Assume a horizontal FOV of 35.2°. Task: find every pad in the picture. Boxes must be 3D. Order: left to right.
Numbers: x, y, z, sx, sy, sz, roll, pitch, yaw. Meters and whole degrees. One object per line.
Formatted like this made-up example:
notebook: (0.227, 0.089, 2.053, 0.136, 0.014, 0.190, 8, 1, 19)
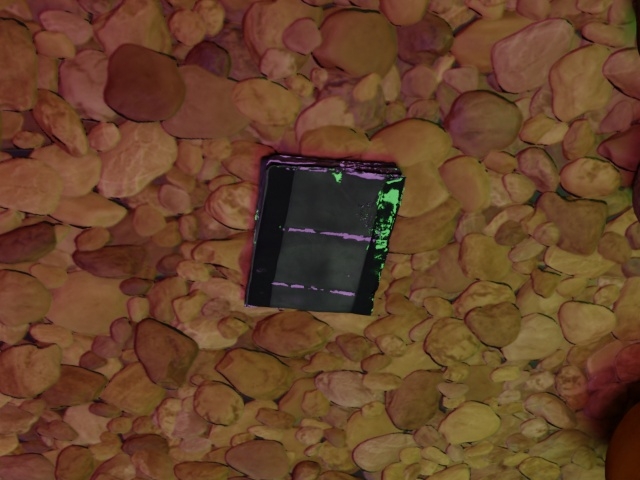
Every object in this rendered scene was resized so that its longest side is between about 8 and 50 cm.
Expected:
pad: (0.000, 0.000, 1.237, 0.174, 0.022, 0.233, 5, 127, -9)

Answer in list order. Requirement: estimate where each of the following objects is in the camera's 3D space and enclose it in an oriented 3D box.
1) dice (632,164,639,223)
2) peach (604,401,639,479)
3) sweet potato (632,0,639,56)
dice: (0.428, -0.055, 1.187, 0.093, 0.094, 0.091, 4, 125, -9)
peach: (0.532, 0.318, 1.390, 0.280, 0.238, 0.281, 0, 87, 7)
sweet potato: (0.361, -0.293, 1.025, 0.077, 0.077, 0.244, -4, 118, -2)
